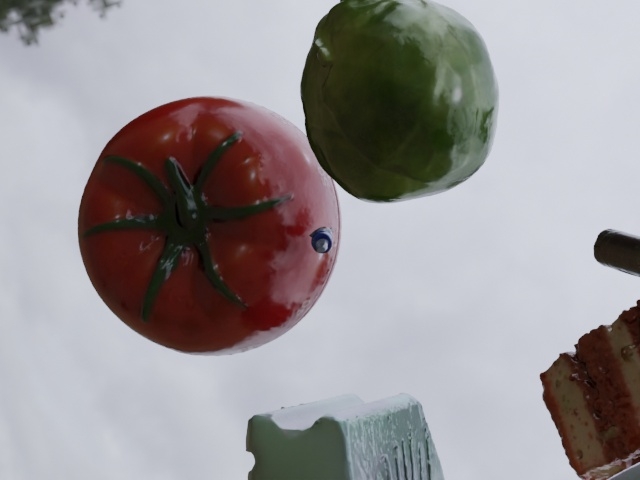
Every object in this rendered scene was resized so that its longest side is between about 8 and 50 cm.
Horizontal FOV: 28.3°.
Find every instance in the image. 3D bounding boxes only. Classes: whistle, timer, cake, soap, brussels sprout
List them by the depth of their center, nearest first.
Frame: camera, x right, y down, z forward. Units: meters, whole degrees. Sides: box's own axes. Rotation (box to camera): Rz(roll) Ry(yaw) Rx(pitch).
[{"bbox_3d":[0.082,-0.157,1.356,0.244,0.244,0.244,48,-28,38],"label":"brussels sprout"},{"bbox_3d":[0.000,0.000,1.672,0.083,0.033,0.029,-86,159,-73],"label":"whistle"},{"bbox_3d":[0.052,0.356,1.818,0.446,0.156,0.261,7,78,-70],"label":"soap"},{"bbox_3d":[-0.155,-0.021,1.847,0.378,0.378,0.279,62,12,13],"label":"timer"},{"bbox_3d":[0.609,0.310,2.357,0.319,0.270,0.269,-38,-133,28],"label":"cake"}]

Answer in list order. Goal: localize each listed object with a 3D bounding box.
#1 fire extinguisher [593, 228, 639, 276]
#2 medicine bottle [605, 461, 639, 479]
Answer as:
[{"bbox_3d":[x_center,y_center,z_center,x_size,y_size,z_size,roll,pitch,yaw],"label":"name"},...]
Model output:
[{"bbox_3d":[0.568,0.040,2.192,0.072,0.089,0.268,58,-14,-21],"label":"fire extinguisher"},{"bbox_3d":[0.351,0.340,1.050,0.256,0.256,0.324,106,-38,-57],"label":"medicine bottle"}]
